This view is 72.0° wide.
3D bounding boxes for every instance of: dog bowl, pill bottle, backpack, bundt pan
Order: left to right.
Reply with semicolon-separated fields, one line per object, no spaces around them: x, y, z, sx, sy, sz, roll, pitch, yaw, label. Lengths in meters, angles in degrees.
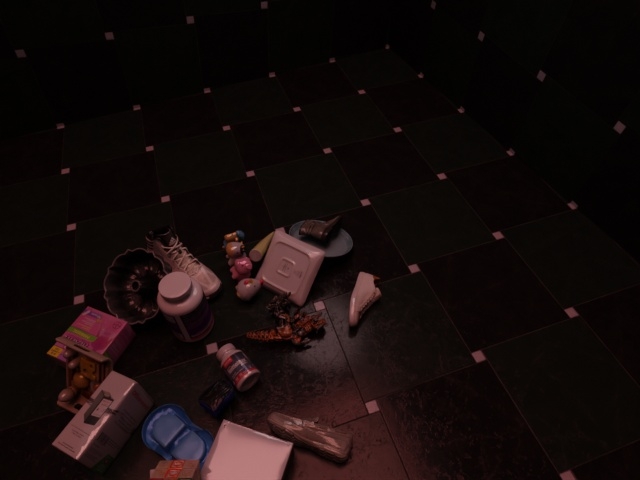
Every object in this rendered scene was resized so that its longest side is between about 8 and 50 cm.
-0.776;0.203;1.937;0.330;0.124;0.331;-2;81;16;bundt pan
-0.507;0.727;1.594;0.297;0.074;0.166;28;56;24;dog bowl
-0.558;0.272;1.819;0.181;0.323;0.181;0;50;0;pill bottle
-0.392;0.598;1.683;0.098;0.101;0.120;27;51;20;backpack
-0.334;0.502;1.760;0.108;0.108;0.180;-35;57;-25;pill bottle

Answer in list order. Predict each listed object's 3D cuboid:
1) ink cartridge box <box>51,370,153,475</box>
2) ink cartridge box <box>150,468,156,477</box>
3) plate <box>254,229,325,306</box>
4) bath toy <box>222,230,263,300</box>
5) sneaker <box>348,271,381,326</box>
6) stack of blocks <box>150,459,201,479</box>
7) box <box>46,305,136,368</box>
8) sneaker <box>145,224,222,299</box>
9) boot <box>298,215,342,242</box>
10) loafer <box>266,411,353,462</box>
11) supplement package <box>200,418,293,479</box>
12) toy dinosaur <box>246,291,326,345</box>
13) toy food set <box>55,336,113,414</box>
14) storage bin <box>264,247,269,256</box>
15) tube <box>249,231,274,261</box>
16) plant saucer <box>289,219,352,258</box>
-0.761;0.650;1.577;0.121;0.211;0.289;18;51;18;ink cartridge box
-0.491;0.850;1.471;0.145;0.045;0.179;-8;69;-4;ink cartridge box
-0.151;0.124;2.015;0.278;0.045;0.277;25;92;20;plate
-0.362;0.117;2.054;0.129;0.151;0.348;-30;55;5;bath toy
0.202;0.260;1.952;0.123;0.106;0.290;11;49;14;sneaker
-0.416;0.840;1.362;0.171;0.297;0.087;-3;7;0;stack of blocks
-0.943;0.429;1.830;0.213;0.117;0.243;17;53;15;box
-0.651;0.093;2.017;0.447;0.257;0.169;28;56;23;sneaker
0.002;-0.079;2.182;0.161;0.083;0.246;18;31;19;boot
-0.038;0.691;1.597;0.319;0.112;0.111;21;48;8;loafer
-0.245;0.768;1.498;0.261;0.145;0.204;14;51;10;supplement package
-0.146;0.348;1.869;0.322;0.164;0.218;-5;63;-31;toy dinosaur
-0.896;0.526;1.645;0.219;0.306;0.092;18;23;15;toy food set
-0.166;0.091;2.121;0.180;0.084;0.122;24;54;21;storage bin
-0.275;0.027;2.113;0.070;0.062;0.240;-7;19;12;tube
0.000;0.000;2.166;0.317;0.044;0.318;10;33;-6;plant saucer
